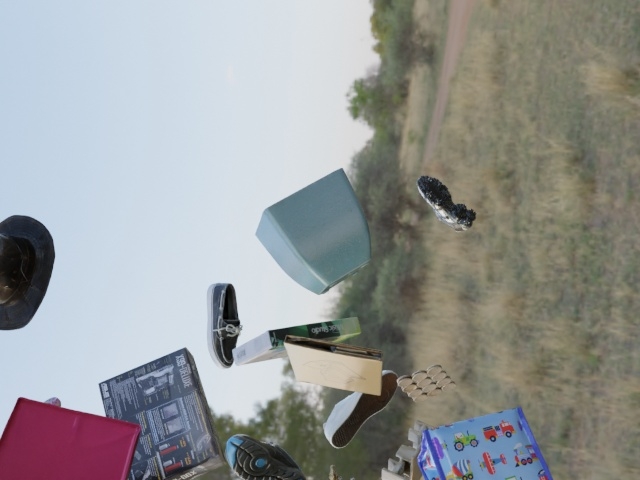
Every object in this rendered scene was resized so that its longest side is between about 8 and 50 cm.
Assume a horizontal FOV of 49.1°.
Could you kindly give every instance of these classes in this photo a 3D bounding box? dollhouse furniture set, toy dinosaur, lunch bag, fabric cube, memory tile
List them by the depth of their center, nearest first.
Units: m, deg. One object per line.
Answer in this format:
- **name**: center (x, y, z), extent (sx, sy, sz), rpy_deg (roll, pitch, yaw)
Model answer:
- **lunch bag**: center (0.350, 0.508, 1.391), extent (0.138, 0.220, 0.293), rpy_deg (89, 166, -44)
- **fabric cube**: center (-0.526, 0.510, 1.395), extent (0.254, 0.259, 0.258), rpy_deg (-85, 16, -48)
- **toy dinosaur**: center (0.079, 0.579, 1.549), extent (0.053, 0.183, 0.092), rpy_deg (-48, -20, 10)
- **memory tile**: center (0.250, 0.337, 1.650), extent (0.148, 0.113, 0.012), rpy_deg (49, -160, -49)
- **dollhouse furniture set**: center (0.293, 0.685, 1.991), extent (0.212, 0.160, 0.242), rpy_deg (-40, -41, -45)

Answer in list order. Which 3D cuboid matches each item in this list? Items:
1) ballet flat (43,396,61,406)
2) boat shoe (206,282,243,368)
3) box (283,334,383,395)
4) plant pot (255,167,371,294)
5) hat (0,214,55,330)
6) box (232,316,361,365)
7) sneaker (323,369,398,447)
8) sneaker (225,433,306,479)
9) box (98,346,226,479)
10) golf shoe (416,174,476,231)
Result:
- **ballet flat**: center (-0.934, 0.587, 2.252), extent (0.221, 0.077, 0.079), rpy_deg (-43, -32, 3)
- **boat shoe**: center (-0.327, 0.301, 2.470), extent (0.113, 0.104, 0.307), rpy_deg (5, -99, -52)
- **box**: center (0.027, 0.221, 1.225), extent (0.201, 0.164, 0.021), rpy_deg (82, -162, -62)
- **plant pot**: center (0.000, 0.000, 1.893), extent (0.252, 0.247, 0.248), rpy_deg (58, 163, 8)
- **hat**: center (-0.882, 0.083, 1.910), extent (0.134, 0.331, 0.332), rpy_deg (16, -101, -64)
- **box**: center (-0.070, 0.301, 2.093), extent (0.232, 0.321, 0.059), rpy_deg (-34, 67, 50)
- **sneaker**: center (0.114, 0.500, 2.177), extent (0.290, 0.106, 0.123), rpy_deg (-44, 23, -7)
- **sneaker**: center (-0.192, 0.727, 2.317), extent (0.341, 0.125, 0.140), rpy_deg (44, -174, -30)
- **box**: center (-0.395, 0.449, 1.731), extent (0.077, 0.242, 0.308), rpy_deg (75, 171, -59)
- **golf shoe**: center (0.337, -0.095, 1.957), extent (0.077, 0.198, 0.094), rpy_deg (-41, -8, -26)
